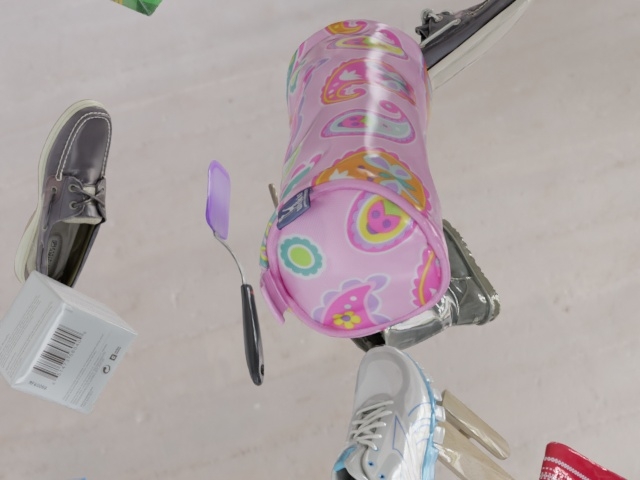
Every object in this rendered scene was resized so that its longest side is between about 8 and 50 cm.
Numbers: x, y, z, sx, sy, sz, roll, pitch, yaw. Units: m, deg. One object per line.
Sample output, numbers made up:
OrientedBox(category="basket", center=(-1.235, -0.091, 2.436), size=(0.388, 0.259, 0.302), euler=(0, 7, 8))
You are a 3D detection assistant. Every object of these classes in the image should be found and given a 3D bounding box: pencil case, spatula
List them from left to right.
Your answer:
OrientedBox(category="spatula", center=(-0.104, 0.038, 1.411), size=(0.030, 0.084, 0.296), euler=(-19, 67, 8))
OrientedBox(category="pencil case", center=(0.022, -0.052, 0.788), size=(0.124, 0.124, 0.284), euler=(-4, 33, 6))

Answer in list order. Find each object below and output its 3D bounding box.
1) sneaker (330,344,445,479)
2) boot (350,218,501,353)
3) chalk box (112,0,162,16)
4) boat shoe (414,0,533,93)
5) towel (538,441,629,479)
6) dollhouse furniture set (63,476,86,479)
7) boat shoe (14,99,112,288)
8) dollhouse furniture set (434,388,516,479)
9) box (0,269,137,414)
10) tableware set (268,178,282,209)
OrientedBox(category="sneaker", center=(0.042, 0.154, 0.818), size=(0.071, 0.083, 0.190), euler=(-28, 48, 31))
OrientedBox(category="boot", center=(0.093, 0.048, 1.344), size=(0.209, 0.076, 0.189), euler=(-12, 48, -35))
OrientedBox(category="chalk box", center=(-0.252, -0.412, 1.223), size=(0.180, 0.289, 0.179), euler=(28, 77, 25))
OrientedBox(category="boat shoe", center=(0.104, -0.176, 0.990), size=(0.206, 0.075, 0.065), euler=(-40, 81, -7))
OrientedBox(category="towel", center=(0.386, 0.435, 1.630), size=(0.199, 0.031, 0.274), euler=(30, 47, -9))
OrientedBox(category="dollhouse furniture set", center=(-0.454, 0.538, 1.696), size=(0.198, 0.286, 0.303), euler=(-12, 5, 19))
OrientedBox(category="boat shoe", center=(-0.331, -0.047, 1.541), size=(0.103, 0.285, 0.092), euler=(4, 25, -49))
OrientedBox(category="dollhouse furniture set", center=(0.137, 0.269, 1.346), size=(0.123, 0.151, 0.144), euler=(41, 34, -10))
OrientedBox(category="box", center=(-0.263, 0.104, 1.158), size=(0.087, 0.102, 0.101), euler=(31, 90, 49))
OrientedBox(category="tableware set", center=(0.000, 0.000, 1.422), size=(0.039, 0.128, 0.194), euler=(-14, 86, -28))
